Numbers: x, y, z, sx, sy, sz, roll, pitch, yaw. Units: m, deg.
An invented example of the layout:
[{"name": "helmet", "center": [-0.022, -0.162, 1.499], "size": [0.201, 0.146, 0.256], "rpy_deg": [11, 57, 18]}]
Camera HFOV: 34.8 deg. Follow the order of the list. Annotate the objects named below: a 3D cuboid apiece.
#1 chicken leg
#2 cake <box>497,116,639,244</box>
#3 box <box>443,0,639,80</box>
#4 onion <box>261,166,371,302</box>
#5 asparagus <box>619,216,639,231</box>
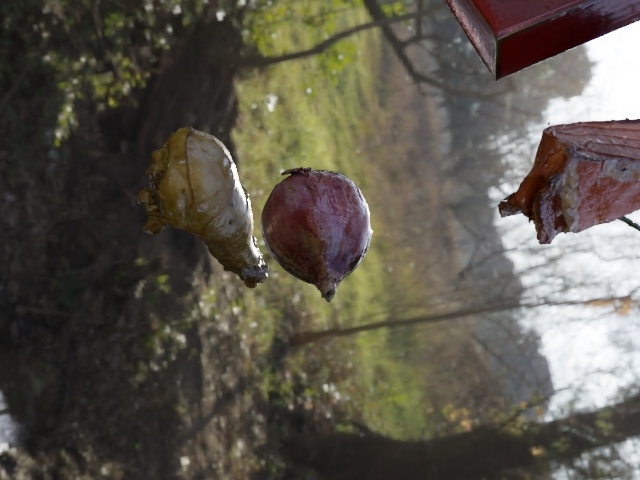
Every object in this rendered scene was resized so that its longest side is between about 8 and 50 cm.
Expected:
[{"name": "chicken leg", "center": [-0.107, -0.021, 0.964], "size": [0.207, 0.101, 0.085], "rpy_deg": [63, 23, -52]}, {"name": "cake", "center": [0.356, -0.095, 1.234], "size": [0.098, 0.287, 0.135], "rpy_deg": [-126, -158, -47]}, {"name": "box", "center": [0.307, -0.341, 1.231], "size": [0.089, 0.313, 0.197], "rpy_deg": [73, -7, -58]}, {"name": "onion", "center": [0.000, 0.000, 1.403], "size": [0.159, 0.159, 0.195], "rpy_deg": [74, 0, -53]}, {"name": "asparagus", "center": [0.481, -0.037, 1.645], "size": [0.016, 0.163, 0.016], "rpy_deg": [-66, -161, -7]}]
